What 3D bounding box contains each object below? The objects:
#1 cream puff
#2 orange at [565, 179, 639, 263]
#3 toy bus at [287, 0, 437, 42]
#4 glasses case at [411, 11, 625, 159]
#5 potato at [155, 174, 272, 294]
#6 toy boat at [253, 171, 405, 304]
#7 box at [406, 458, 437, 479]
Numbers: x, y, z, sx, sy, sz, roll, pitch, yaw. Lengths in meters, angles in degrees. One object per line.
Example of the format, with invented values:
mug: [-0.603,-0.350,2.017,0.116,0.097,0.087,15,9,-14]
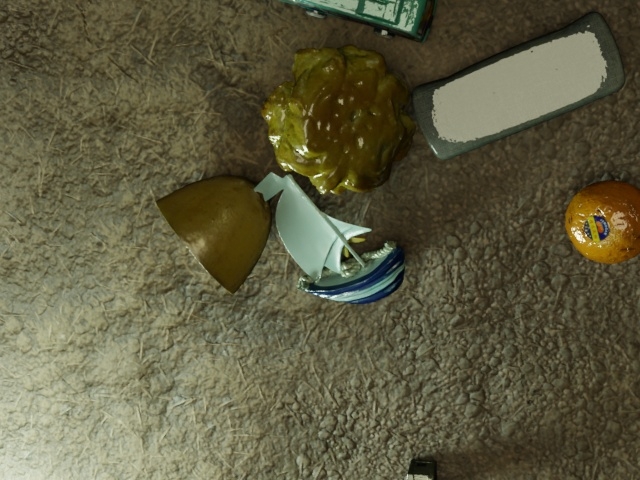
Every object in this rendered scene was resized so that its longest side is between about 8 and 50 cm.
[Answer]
cream puff: [0.030,-0.192,1.443,0.196,0.244,0.244,30,111,36]
orange: [0.458,-0.029,1.438,0.135,0.117,0.136,8,102,41]
toy bus: [0.050,-0.384,1.441,0.261,0.109,0.091,16,101,6]
glasses case: [0.309,-0.239,1.437,0.323,0.074,0.131,-21,100,16]
potato: [-0.158,-0.031,1.553,0.158,0.178,0.204,-36,70,3]
toy boat: [0.000,0.000,1.509,0.220,0.067,0.291,-23,125,36]
box: [0.181,0.434,1.630,0.060,0.084,0.063,5,99,11]
